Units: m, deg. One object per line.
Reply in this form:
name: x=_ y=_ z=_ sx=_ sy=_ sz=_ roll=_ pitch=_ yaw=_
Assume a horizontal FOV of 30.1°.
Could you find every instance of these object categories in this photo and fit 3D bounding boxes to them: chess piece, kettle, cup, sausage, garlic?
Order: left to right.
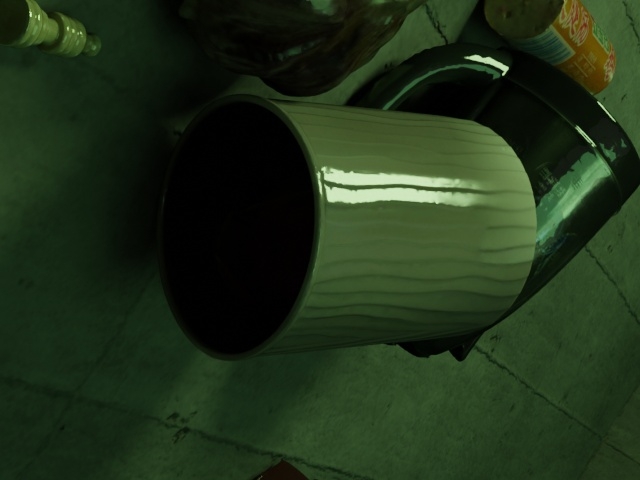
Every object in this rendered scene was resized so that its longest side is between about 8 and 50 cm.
chess piece: x=-0.181 y=-0.141 z=0.812 sx=0.035 sy=0.035 sz=0.092 roll=-63 pitch=155 yaw=9
cup: x=0.009 y=0.012 z=1.029 sx=0.273 sy=0.208 sz=0.288 roll=-2 pitch=133 yaw=-39
garlic: x=0.011 y=-0.212 z=0.910 sx=0.245 sy=0.160 sz=0.245 roll=-47 pitch=158 yaw=-25
kettle: x=0.133 y=-0.042 z=1.259 sx=0.324 sy=0.228 sz=0.321 roll=-48 pitch=125 yaw=-9
sausage: x=0.285 y=-0.233 z=1.402 sx=0.093 sy=0.093 sz=0.312 roll=-61 pitch=152 yaw=6

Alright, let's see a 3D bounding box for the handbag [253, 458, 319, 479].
handbag: x=-0.042 y=0.396 z=1.338 sx=0.275 sy=0.260 sz=0.084 roll=-34 pitch=142 yaw=-41
